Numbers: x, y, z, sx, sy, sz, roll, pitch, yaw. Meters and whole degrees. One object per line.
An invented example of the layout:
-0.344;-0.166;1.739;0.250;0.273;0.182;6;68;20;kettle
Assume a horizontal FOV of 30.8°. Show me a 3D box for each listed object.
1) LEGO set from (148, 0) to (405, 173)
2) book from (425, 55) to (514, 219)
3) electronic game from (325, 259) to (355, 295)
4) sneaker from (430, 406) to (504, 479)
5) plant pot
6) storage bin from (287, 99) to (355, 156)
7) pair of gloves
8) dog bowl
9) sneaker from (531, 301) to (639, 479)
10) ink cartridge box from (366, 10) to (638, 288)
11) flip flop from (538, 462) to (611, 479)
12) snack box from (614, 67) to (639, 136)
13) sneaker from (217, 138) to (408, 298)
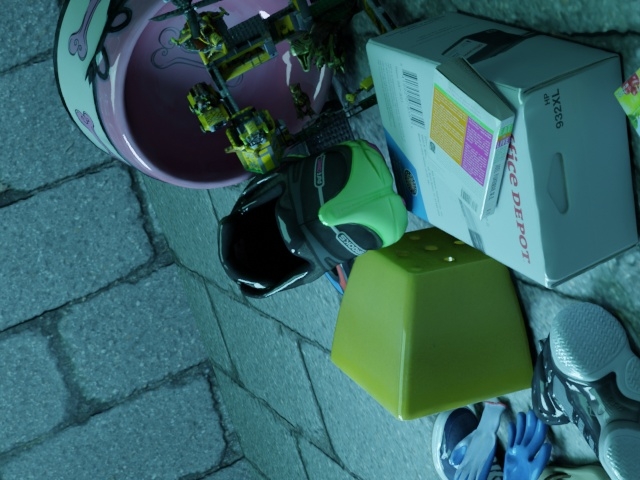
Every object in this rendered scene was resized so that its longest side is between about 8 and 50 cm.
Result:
-0.030;-0.257;1.444;0.192;0.331;0.255;65;-176;-63;LEGO set
0.149;-0.100;1.179;0.096;0.035;0.144;51;155;31;book
0.000;0.000;2.038;0.229;0.048;0.229;58;170;16;electronic game
0.261;0.388;1.761;0.153;0.099;0.282;9;116;60;sneaker
0.150;0.095;1.576;0.212;0.212;0.187;35;130;58;plant pot
0.004;-0.125;1.871;0.180;0.084;0.122;69;162;-9;storage bin
0.250;0.308;1.653;0.198;0.023;0.159;7;76;61;pair of gloves
-0.160;-0.254;1.657;0.150;0.408;0.408;46;153;47;dog bowl
0.333;0.212;1.355;0.153;0.101;0.269;114;136;-66;sneaker
0.196;-0.112;1.286;0.307;0.129;0.223;34;143;57;ink cartridge box
0.328;0.363;1.568;0.112;0.080;0.277;64;161;8;flip flop
0.331;-0.126;1.042;0.100;0.037;0.141;61;161;11;snack box
-0.063;-0.020;1.560;0.185;0.202;0.483;68;158;3;sneaker
